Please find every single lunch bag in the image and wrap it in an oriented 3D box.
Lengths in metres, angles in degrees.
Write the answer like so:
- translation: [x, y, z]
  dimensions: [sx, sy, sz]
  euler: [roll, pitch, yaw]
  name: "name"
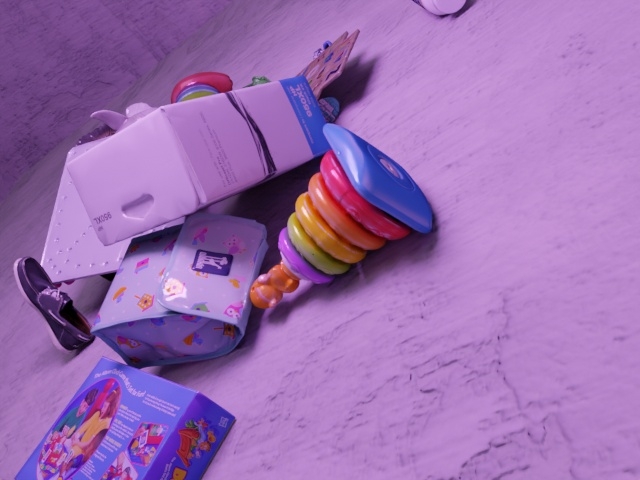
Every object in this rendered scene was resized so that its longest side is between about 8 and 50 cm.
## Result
- translation: [-0.218, 0.079, 1.022]
  dimensions: [0.262, 0.160, 0.223]
  euler: [-15, 41, 24]
  name: "lunch bag"

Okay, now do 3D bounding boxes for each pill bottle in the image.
- translation: [0.246, -0.530, 1.282]
  dimensions: [0.094, 0.094, 0.169]
  euler: [-37, 30, 12]
  name: "pill bottle"

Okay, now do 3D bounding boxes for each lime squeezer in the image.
- translation: [-0.170, -0.402, 1.683]
  dimensions: [0.310, 0.059, 0.110]
  euler: [-107, 37, -55]
  name: "lime squeezer"

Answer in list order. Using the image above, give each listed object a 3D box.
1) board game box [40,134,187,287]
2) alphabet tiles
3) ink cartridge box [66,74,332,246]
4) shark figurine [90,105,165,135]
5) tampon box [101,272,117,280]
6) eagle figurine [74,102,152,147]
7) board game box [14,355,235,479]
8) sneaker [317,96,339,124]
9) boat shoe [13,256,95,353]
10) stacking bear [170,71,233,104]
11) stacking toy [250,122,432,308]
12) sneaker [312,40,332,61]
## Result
- translation: [-0.460, -0.092, 1.431]
  dimensions: [0.390, 0.050, 0.389]
  euler: [-11, 60, 19]
  name: "board game box"
- translation: [-0.047, -0.330, 1.373]
  dimensions: [0.343, 0.011, 0.285]
  euler: [-30, 30, 42]
  name: "alphabet tiles"
- translation: [-0.204, -0.153, 1.121]
  dimensions: [0.285, 0.166, 0.395]
  euler: [-18, 9, 37]
  name: "ink cartridge box"
- translation: [-0.394, -0.151, 1.242]
  dimensions: [0.116, 0.166, 0.278]
  euler: [54, 125, 41]
  name: "shark figurine"
- translation: [-0.517, -0.007, 1.507]
  dimensions: [0.161, 0.101, 0.120]
  euler: [-44, 55, -2]
  name: "tampon box"
- translation: [-0.606, -0.273, 1.909]
  dimensions: [0.226, 0.225, 0.298]
  euler: [-24, 24, 14]
  name: "eagle figurine"
- translation: [-0.304, 0.314, 0.911]
  dimensions: [0.347, 0.078, 0.233]
  euler: [0, 52, 50]
  name: "board game box"
- translation: [-0.034, -0.254, 1.313]
  dimensions: [0.166, 0.065, 0.076]
  euler: [-37, 27, 9]
  name: "sneaker"
- translation: [-0.577, 0.131, 1.330]
  dimensions: [0.079, 0.233, 0.084]
  euler: [-27, 9, 18]
  name: "boat shoe"
- translation: [-0.295, -0.303, 1.593]
  dimensions: [0.289, 0.164, 0.175]
  euler: [-115, 36, -47]
  name: "stacking bear"
- translation: [0.000, 0.000, 0.892]
  dimensions: [0.302, 0.166, 0.175]
  euler: [-46, 42, 20]
  name: "stacking toy"
- translation: [-0.001, -0.438, 1.501]
  dimensions: [0.052, 0.058, 0.135]
  euler: [-6, 48, 47]
  name: "sneaker"
